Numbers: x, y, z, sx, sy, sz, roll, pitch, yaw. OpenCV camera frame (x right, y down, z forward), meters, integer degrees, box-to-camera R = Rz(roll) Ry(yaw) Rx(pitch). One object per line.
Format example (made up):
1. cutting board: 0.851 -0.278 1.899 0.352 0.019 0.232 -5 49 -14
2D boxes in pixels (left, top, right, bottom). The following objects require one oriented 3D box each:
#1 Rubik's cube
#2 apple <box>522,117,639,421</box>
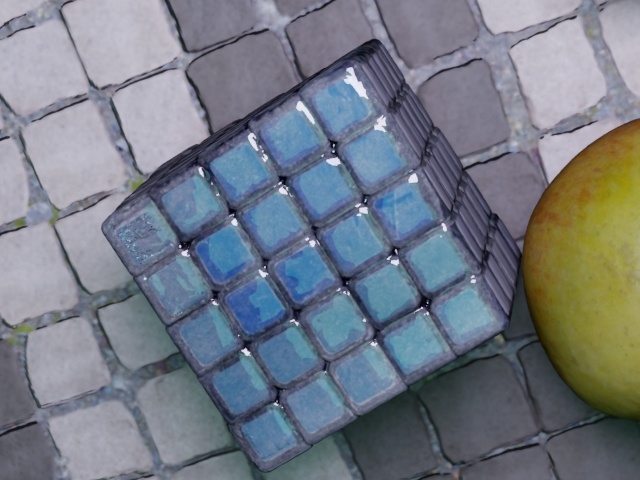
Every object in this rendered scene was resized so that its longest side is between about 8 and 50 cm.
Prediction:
1. Rubik's cube: 0.000 0.000 1.292 0.237 0.238 0.237 -33 96 13
2. apple: 0.282 0.020 1.272 0.261 0.194 0.261 0 95 -4
